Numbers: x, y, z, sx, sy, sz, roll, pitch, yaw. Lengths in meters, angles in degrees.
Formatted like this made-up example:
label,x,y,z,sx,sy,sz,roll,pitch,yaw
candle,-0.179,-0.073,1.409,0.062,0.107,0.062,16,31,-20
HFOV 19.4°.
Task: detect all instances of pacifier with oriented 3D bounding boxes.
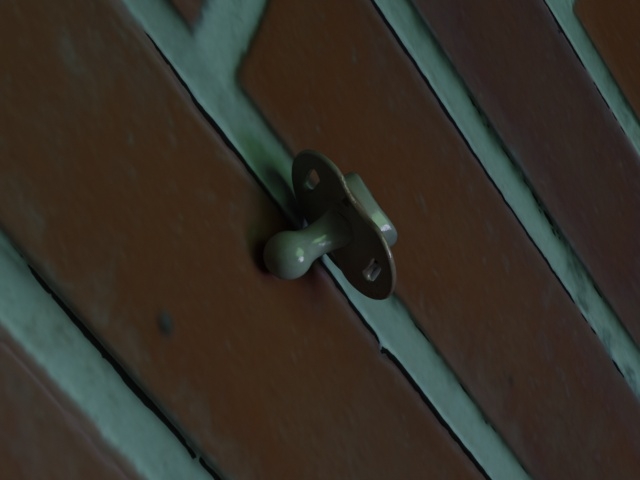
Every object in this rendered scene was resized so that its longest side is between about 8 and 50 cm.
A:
label,x,y,z,sx,sy,sz,roll,pitch,yaw
pacifier,0.000,0.000,1.083,0.078,0.081,0.099,-30,77,-26
